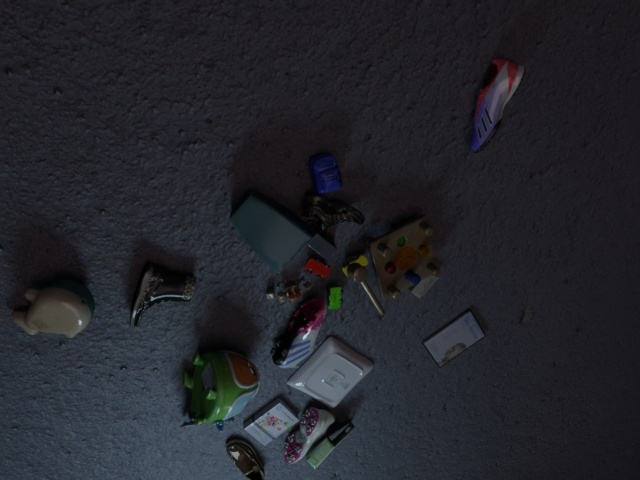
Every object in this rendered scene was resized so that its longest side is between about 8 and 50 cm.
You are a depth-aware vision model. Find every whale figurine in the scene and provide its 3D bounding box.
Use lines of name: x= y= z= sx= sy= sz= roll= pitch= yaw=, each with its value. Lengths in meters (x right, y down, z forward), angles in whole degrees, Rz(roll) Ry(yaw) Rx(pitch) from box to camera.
whale figurine: x=-0.846 y=0.216 z=1.575 sx=0.272 sy=0.141 sz=0.216 roll=-20 pitch=121 yaw=21

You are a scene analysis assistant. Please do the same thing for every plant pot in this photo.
plant pot: x=-0.174 y=-0.046 z=1.619 sx=0.234 sy=0.165 sz=0.165 roll=40 pitch=98 yaw=-17

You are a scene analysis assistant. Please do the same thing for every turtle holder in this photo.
turtle holder: x=-0.358 y=0.555 z=1.803 sx=0.228 sy=0.243 sz=0.320 roll=3 pitch=106 yaw=-36

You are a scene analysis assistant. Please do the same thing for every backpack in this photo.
backpack: x=0.022 y=-0.224 z=1.629 sx=0.098 sy=0.101 sz=0.120 roll=-21 pitch=115 yaw=-14

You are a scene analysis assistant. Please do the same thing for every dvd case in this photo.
dvd case: x=0.582 y=0.428 z=2.147 sx=0.253 sy=0.022 sz=0.180 roll=-36 pitch=119 yaw=1

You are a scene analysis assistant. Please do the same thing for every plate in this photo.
plate: x=0.050 y=0.559 z=2.036 sx=0.278 sy=0.045 sz=0.277 roll=38 pitch=99 yaw=-28

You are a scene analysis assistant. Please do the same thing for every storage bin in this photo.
storage bin: x=0.000 y=0.000 z=1.732 sx=0.135 sy=0.091 sz=0.098 roll=39 pitch=99 yaw=-29

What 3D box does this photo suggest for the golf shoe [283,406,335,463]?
golf shoe: x=-0.047 y=0.840 z=2.103 sx=0.140 sy=0.115 sz=0.306 roll=15 pitch=117 yaw=-38

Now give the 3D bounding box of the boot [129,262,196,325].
boot: x=-0.535 y=0.200 z=1.669 sx=0.179 sy=0.085 sz=0.236 roll=15 pitch=109 yaw=-25

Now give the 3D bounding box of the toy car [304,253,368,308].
toy car: x=0.050 y=0.150 z=1.839 sx=0.239 sy=0.053 sz=0.224 roll=-3 pitch=115 yaw=-15

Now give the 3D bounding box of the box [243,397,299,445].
box: x=-0.204 y=0.755 z=2.055 sx=0.186 sy=0.038 sz=0.145 roll=-37 pitch=119 yaw=1

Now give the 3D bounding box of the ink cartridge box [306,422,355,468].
ink cartridge box: x=0.040 y=0.853 z=2.106 sx=0.056 sy=0.171 sz=0.235 roll=45 pitch=78 yaw=7

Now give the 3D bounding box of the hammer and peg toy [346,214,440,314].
hammer and peg toy: x=0.261 y=0.090 z=1.803 sx=0.361 sy=0.127 sz=0.265 roll=-27 pitch=120 yaw=-16

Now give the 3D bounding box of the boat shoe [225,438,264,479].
boat shoe: x=-0.306 y=0.935 z=2.075 sx=0.095 sy=0.095 sz=0.257 roll=-34 pitch=119 yaw=0

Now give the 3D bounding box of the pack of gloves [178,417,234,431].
pack of gloves: x=-0.425 y=0.702 z=1.869 sx=0.195 sy=0.232 sz=0.046 roll=-5 pitch=76 yaw=-12

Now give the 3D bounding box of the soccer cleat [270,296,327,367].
soccer cleat: x=-0.057 y=0.353 z=1.881 sx=0.143 sy=0.116 sz=0.331 roll=24 pitch=110 yaw=-38

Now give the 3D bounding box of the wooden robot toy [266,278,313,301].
wooden robot toy: x=-0.109 y=0.203 z=1.810 sx=0.173 sy=0.076 sz=0.079 roll=-13 pitch=128 yaw=-10

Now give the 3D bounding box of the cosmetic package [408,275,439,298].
cosmetic package: x=0.407 y=0.168 z=1.960 sx=0.060 sy=0.041 sz=0.115 roll=38 pitch=100 yaw=-28

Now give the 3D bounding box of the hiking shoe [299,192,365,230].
hiking shoe: x=0.040 y=-0.083 z=1.701 sx=0.227 sy=0.086 sz=0.114 roll=20 pitch=94 yaw=-14

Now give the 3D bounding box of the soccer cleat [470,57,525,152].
soccer cleat: x=0.576 y=-0.460 z=1.695 sx=0.117 sy=0.108 sz=0.318 roll=21 pitch=110 yaw=-3
